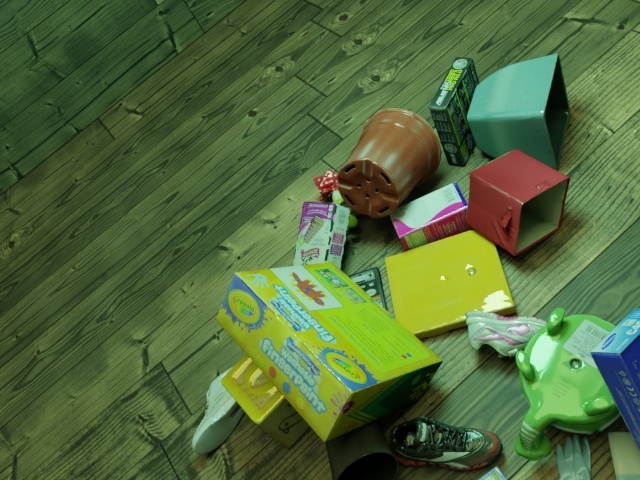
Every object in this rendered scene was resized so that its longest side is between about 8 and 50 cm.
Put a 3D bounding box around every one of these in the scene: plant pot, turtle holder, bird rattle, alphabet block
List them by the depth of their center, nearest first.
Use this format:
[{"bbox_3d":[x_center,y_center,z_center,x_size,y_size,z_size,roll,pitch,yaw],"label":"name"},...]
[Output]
[{"bbox_3d":[0.569,0.335,1.425,0.243,0.227,0.321,2,57,27],"label":"turtle holder"},{"bbox_3d":[-0.115,0.406,1.738,0.192,0.197,0.193,-46,49,-11],"label":"alphabet block"},{"bbox_3d":[0.592,-0.383,1.950,0.252,0.248,0.247,4,58,32],"label":"plant pot"},{"bbox_3d":[0.193,-0.221,1.954,0.272,0.273,0.265,7,38,31],"label":"plant pot"},{"bbox_3d":[0.099,-0.146,2.132,0.206,0.143,0.254,-16,36,0],"label":"bird rattle"}]

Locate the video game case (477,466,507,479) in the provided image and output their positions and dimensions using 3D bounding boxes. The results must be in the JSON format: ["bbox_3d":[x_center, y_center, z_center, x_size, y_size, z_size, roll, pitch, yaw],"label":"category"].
[{"bbox_3d":[0.371,0.674,1.380,0.244,0.061,0.269,-36,48,-1],"label":"video game case"}]

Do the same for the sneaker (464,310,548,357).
[{"bbox_3d":[0.490,0.246,1.627,0.252,0.103,0.111,5,82,20],"label":"sneaker"}]

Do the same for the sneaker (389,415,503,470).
[{"bbox_3d":[0.286,0.478,1.523,0.275,0.135,0.098,-5,52,22],"label":"sneaker"}]

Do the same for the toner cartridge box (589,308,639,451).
[{"bbox_3d":[0.686,0.325,1.287,0.165,0.348,0.075,-32,8,-26],"label":"toner cartridge box"}]

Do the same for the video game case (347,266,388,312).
[{"bbox_3d":[0.063,0.222,1.897,0.274,0.035,0.248,-18,49,13],"label":"video game case"}]

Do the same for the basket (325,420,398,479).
[{"bbox_3d":[0.082,0.495,1.599,0.154,0.205,0.227,2,36,-19],"label":"basket"}]

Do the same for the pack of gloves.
[{"bbox_3d":[0.611,0.534,1.391,0.195,0.046,0.232,-11,48,34],"label":"pack of gloves"}]

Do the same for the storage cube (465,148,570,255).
[{"bbox_3d":[0.536,-0.109,1.773,0.214,0.184,0.193,-27,44,-22],"label":"storage cube"}]

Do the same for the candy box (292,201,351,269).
[{"bbox_3d":[0.000,0.000,1.982,0.159,0.071,0.234,6,86,50],"label":"candy box"}]

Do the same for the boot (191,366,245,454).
[{"bbox_3d":[-0.295,0.485,1.852,0.123,0.095,0.258,21,59,43],"label":"boot"}]

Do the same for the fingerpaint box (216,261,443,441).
[{"bbox_3d":[0.019,0.254,1.627,0.444,0.371,0.163,40,118,32],"label":"fingerpaint box"}]

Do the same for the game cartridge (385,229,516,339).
[{"bbox_3d":[0.357,0.123,1.818,0.323,0.053,0.286,-19,49,16],"label":"game cartridge"}]

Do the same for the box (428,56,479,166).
[{"bbox_3d":[0.439,-0.401,2.019,0.060,0.270,0.216,15,64,35],"label":"box"}]

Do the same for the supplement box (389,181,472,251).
[{"bbox_3d":[0.333,-0.062,1.923,0.219,0.114,0.111,-23,49,8],"label":"supplement box"}]
